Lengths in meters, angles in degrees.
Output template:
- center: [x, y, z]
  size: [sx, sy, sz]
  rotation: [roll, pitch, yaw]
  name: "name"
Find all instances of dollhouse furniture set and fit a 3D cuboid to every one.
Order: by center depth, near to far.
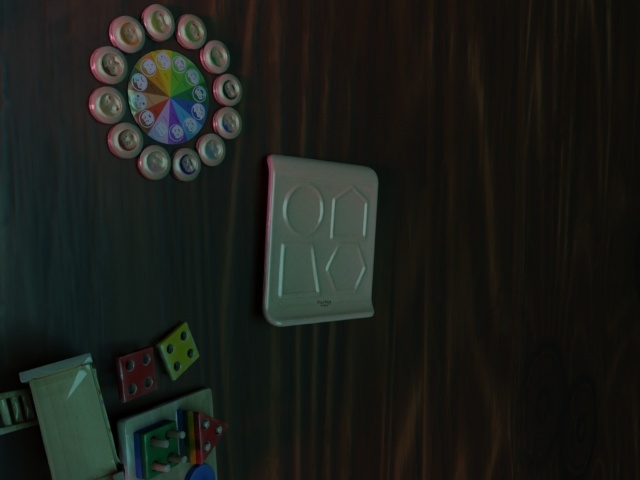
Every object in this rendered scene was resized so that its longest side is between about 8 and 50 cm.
- center: [-0.252, 0.210, 0.561]
  size: [0.161, 0.101, 0.182]
  rotation: [-15, 80, -19]
  name: "dollhouse furniture set"

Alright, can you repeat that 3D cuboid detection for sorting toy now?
- center: [-0.145, 0.228, 0.691]
  size: [0.132, 0.046, 0.274]
  rotation: [-6, 93, -60]
  name: "sorting toy"
- center: [0.000, 0.000, 0.851]
  size: [0.193, 0.038, 0.208]
  rotation: [1, 89, -44]
  name: "sorting toy"

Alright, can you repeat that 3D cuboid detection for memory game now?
- center: [-0.157, -0.153, 0.695]
  size: [0.186, 0.012, 0.186]
  rotation: [-6, 99, -44]
  name: "memory game"
